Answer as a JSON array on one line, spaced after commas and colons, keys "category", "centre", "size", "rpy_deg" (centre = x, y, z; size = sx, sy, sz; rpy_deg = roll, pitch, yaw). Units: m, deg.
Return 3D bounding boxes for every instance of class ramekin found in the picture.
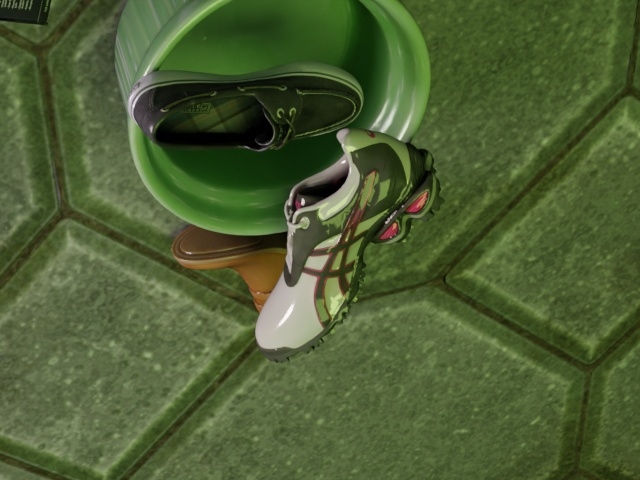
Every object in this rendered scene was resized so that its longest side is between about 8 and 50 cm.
[{"category": "ramekin", "centre": [-0.058, -0.168, 1.579], "size": [0.303, 0.148, 0.303], "rpy_deg": [-13, 132, -14]}]

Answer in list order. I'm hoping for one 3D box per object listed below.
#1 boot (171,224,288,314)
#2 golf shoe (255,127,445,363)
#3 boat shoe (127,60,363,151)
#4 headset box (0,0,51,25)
[{"category": "boot", "centre": [-0.069, 0.039, 1.806], "size": [0.197, 0.073, 0.152], "rpy_deg": [-10, 136, -13]}, {"category": "golf shoe", "centre": [0.000, 0.000, 1.591], "size": [0.120, 0.105, 0.273], "rpy_deg": [27, 112, -28]}, {"category": "boat shoe", "centre": [-0.060, -0.115, 1.464], "size": [0.228, 0.076, 0.080], "rpy_deg": [1, 128, -25]}, {"category": "headset box", "centre": [-0.351, -0.325, 1.325], "size": [0.283, 0.131, 0.246], "rpy_deg": [1, 128, -25]}]
